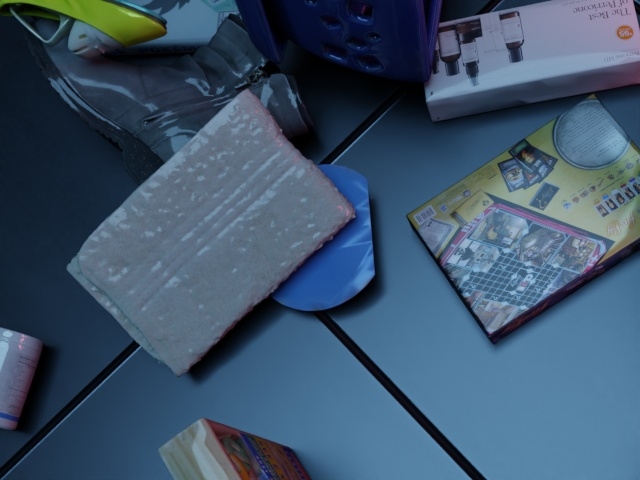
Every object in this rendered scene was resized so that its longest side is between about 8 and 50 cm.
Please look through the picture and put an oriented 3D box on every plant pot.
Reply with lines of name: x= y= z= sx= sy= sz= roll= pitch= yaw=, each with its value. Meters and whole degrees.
plant pot: x=0.019 y=-0.327 z=1.106 sx=0.212 sy=0.236 sz=0.236 roll=3 pitch=64 yaw=14

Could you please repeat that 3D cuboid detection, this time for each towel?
towel: x=-0.120 y=-0.003 z=1.136 sx=0.282 sy=0.049 sz=0.187 roll=-42 pitch=96 yaw=5

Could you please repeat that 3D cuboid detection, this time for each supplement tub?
supplement tub: x=-0.365 y=0.157 z=1.190 sx=0.071 sy=0.071 sz=0.107 roll=10 pitch=75 yaw=17

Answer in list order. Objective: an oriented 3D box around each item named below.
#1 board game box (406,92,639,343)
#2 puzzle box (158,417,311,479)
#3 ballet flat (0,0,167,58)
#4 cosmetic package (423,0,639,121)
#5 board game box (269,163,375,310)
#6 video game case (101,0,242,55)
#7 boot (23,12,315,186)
board game box: x=0.238 y=-0.024 z=1.114 sx=0.243 sy=0.042 sz=0.165 roll=-33 pitch=67 yaw=2
puzzle box: x=0.025 y=0.349 z=0.923 sx=0.052 sy=0.272 sz=0.409 roll=-37 pitch=69 yaw=1
ballet flat: x=-0.277 y=-0.250 z=1.182 sx=0.231 sy=0.077 sz=0.077 roll=25 pitch=88 yaw=22
cosmetic package: x=0.233 y=-0.208 z=1.165 sx=0.239 sy=0.060 sz=0.099 roll=-10 pitch=71 yaw=11
board game box: x=0.000 y=0.000 z=1.171 sx=0.133 sy=0.033 sz=0.169 roll=-11 pitch=70 yaw=21
video game case: x=-0.184 y=-0.393 z=1.343 sx=0.300 sy=0.036 sz=0.329 roll=0 pitch=73 yaw=14
boot: x=-0.175 y=-0.192 z=1.235 sx=0.223 sy=0.118 sz=0.338 roll=-43 pitch=80 yaw=1
